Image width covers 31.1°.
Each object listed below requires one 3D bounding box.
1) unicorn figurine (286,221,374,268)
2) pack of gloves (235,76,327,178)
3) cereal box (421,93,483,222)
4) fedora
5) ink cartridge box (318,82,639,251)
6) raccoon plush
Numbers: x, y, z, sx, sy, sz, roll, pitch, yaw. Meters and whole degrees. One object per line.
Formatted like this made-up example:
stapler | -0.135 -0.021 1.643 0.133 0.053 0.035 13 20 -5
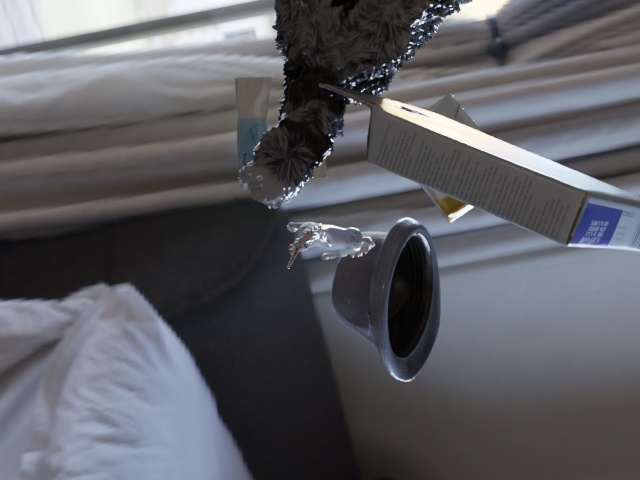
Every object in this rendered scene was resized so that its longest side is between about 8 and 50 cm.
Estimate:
unicorn figurine | 0.000 0.000 1.527 0.111 0.161 0.060 -11 -92 63
pack of gloves | -0.087 -0.248 2.505 0.046 0.195 0.232 81 7 -85
cereal box | 0.276 -0.178 2.455 0.240 0.173 0.047 55 -1 25
fedora | 0.100 0.089 1.893 0.244 0.124 0.275 -59 146 -37
ink cartridge box | 0.196 -0.077 1.312 0.324 0.330 0.072 2 110 -60
raccoon plush | 0.043 -0.272 1.585 0.216 0.446 0.299 44 20 11
